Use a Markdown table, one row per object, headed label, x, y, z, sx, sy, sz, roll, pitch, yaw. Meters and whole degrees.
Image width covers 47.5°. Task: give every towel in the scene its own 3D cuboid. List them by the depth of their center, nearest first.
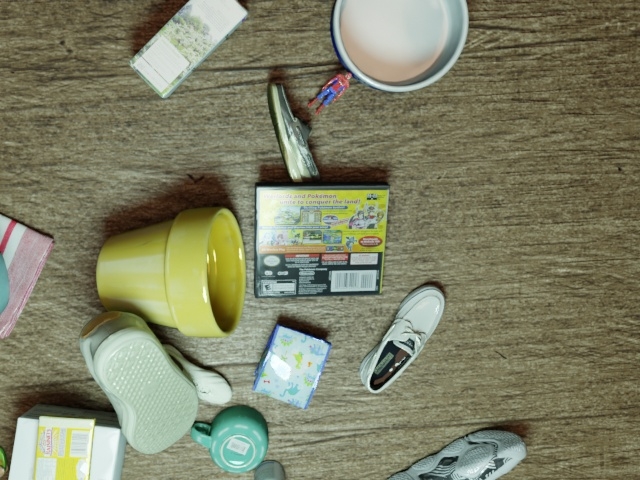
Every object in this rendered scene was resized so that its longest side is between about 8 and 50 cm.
| label | x | y | z | sx | sy | sz | roll | pitch | yaw |
| --- | --- | --- | --- | --- | --- | --- | --- | --- | --- |
| towel | -0.743 | 0.032 | 1.480 | 0.329 | 0.037 | 0.237 | 26 | 96 | -9 |

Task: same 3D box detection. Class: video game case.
| label | x | y | z | sx | sy | sz | roll | pitch | yaw |
| --- | --- | --- | --- | --- | --- | --- | --- | --- | --- |
| video game case | 0.000 | 0.000 | 1.511 | 0.275 | 0.035 | 0.248 | -1 | 112 | -9 |

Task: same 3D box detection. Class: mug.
| label | x | y | z | sx | sy | sz | roll | pitch | yaw |
| --- | --- | --- | --- | --- | --- | --- | --- | --- | --- |
| mug | -0.190 | 0.440 | 1.571 | 0.158 | 0.097 | 0.129 | -22 | 101 | -1 |

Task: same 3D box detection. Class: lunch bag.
| label | x | y | z | sx | sy | sz | roll | pitch | yaw |
| --- | --- | --- | --- | --- | --- | --- | --- | --- | --- |
| lunch bag | -0.061 | 0.262 | 1.553 | 0.129 | 0.096 | 0.151 | 20 | 107 | -8 |

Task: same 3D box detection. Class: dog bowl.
| label | x | y | z | sx | sy | sz | roll | pitch | yaw |
| --- | --- | --- | --- | --- | --- | --- | --- | --- | --- |
| dog bowl | 0.153 | -0.429 | 1.445 | 0.265 | 0.104 | 0.265 | -1 | 100 | -5 |

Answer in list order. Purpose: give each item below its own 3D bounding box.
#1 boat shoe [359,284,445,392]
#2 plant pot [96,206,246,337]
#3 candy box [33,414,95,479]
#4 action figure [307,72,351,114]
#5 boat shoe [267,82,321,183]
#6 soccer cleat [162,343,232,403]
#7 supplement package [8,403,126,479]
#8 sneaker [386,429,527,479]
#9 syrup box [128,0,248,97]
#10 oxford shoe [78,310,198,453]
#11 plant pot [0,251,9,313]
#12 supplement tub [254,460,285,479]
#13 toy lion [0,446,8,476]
| label | x | y | z | sx | sy | sz | roll | pitch | yaw |
| --- | --- | --- | --- | --- | --- | --- | --- | --- | --- |
| boat shoe | 0.180 | 0.215 | 1.569 | 0.096 | 0.088 | 0.267 | 40 | 94 | -10 |
| plant pot | -0.295 | 0.065 | 1.435 | 0.239 | 0.254 | 0.254 | -3 | 101 | 12 |
| candy box | -0.503 | 0.448 | 1.420 | 0.105 | 0.027 | 0.206 | 5 | 88 | -4 |
| action figure | 0.022 | -0.300 | 1.468 | 0.038 | 0.030 | 0.115 | 47 | 122 | -7 |
| boat shoe | -0.052 | -0.216 | 1.481 | 0.073 | 0.080 | 0.223 | -17 | 106 | -8 |
| soccer cleat | -0.274 | 0.293 | 1.548 | 0.196 | 0.076 | 0.068 | 37 | 95 | -11 |
| supplement package | -0.523 | 0.491 | 1.503 | 0.204 | 0.145 | 0.262 | 9 | 88 | -7 |
| sneaker | 0.317 | 0.580 | 1.627 | 0.366 | 0.137 | 0.210 | -28 | 102 | 5 |
| syrup box | -0.255 | -0.394 | 1.418 | 0.237 | 0.096 | 0.093 | -44 | 103 | 3 |
| oxford shoe | -0.353 | 0.282 | 1.437 | 0.169 | 0.130 | 0.449 | -36 | 146 | -21 |
| plant pot | -0.704 | 0.081 | 1.359 | 0.195 | 0.290 | 0.290 | -13 | 104 | -40 |
| supplement tub | -0.110 | 0.536 | 1.590 | 0.071 | 0.107 | 0.071 | -1 | 100 | -5 |
| toy lion | -0.731 | 0.464 | 1.563 | 0.100 | 0.034 | 0.096 | -7 | 93 | -4 |
